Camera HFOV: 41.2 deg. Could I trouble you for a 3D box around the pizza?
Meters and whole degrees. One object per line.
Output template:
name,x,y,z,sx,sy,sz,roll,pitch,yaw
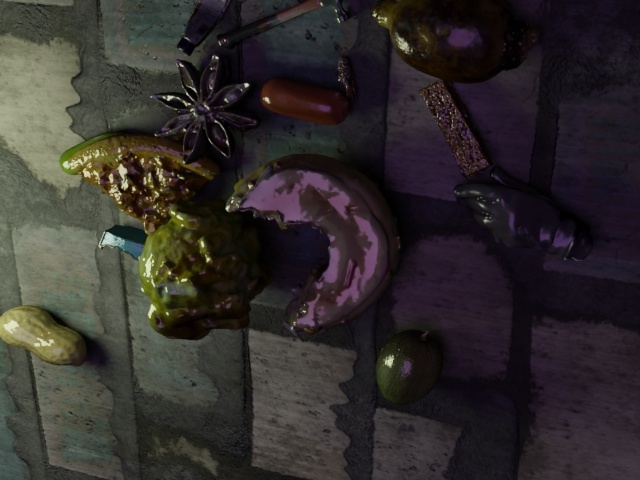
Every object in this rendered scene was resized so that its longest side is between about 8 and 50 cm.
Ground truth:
pizza,-0.395,-0.164,1.898,0.268,0.087,0.258,41,118,-13

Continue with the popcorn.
popcorn,-0.250,0.056,1.845,0.312,0.312,0.312,9,115,19

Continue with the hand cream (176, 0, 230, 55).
hand cream,-0.242,-0.458,1.757,0.062,0.039,0.163,35,99,10

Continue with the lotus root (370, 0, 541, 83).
lotus root,0.234,-0.375,1.542,0.314,0.141,0.169,16,113,17

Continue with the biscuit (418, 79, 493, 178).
biscuit,0.264,-0.217,1.648,0.064,0.034,0.199,-27,92,29

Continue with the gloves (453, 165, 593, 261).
gloves,0.392,-0.050,1.649,0.286,0.119,0.142,21,87,17

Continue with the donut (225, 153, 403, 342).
donut,0.003,-0.010,1.753,0.307,0.150,0.371,-24,101,8

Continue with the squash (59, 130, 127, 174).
squash,-0.526,-0.204,1.978,0.201,0.066,0.066,-19,103,25

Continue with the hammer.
hammer,-0.085,-0.444,1.709,0.288,0.033,0.111,-16,105,28

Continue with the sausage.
sausage,-0.034,-0.283,1.735,0.194,0.077,0.077,17,117,18

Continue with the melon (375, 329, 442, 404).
melon,0.192,0.268,1.838,0.139,0.139,0.192,27,119,10

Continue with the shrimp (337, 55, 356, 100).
shrimp,0.052,-0.321,1.700,0.029,0.038,0.092,-13,106,28

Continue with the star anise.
star anise,-0.233,-0.269,1.805,0.236,0.109,0.223,44,99,16

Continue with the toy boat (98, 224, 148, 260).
toy boat,-0.434,0.026,2.029,0.186,0.075,0.077,17,114,11

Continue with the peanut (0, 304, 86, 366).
peanut,-0.725,0.246,2.224,0.257,0.123,0.123,22,118,10
